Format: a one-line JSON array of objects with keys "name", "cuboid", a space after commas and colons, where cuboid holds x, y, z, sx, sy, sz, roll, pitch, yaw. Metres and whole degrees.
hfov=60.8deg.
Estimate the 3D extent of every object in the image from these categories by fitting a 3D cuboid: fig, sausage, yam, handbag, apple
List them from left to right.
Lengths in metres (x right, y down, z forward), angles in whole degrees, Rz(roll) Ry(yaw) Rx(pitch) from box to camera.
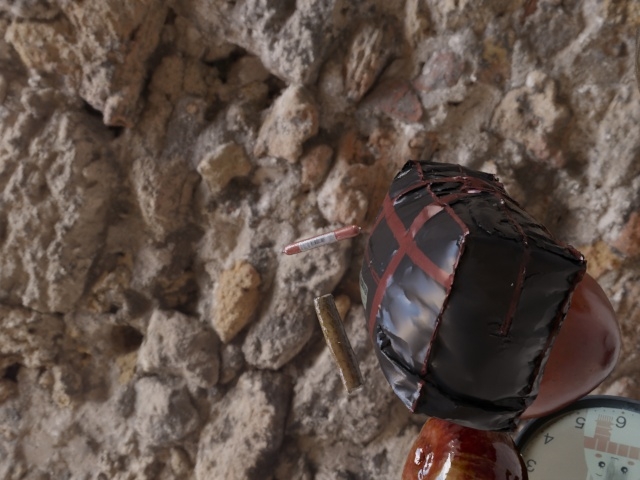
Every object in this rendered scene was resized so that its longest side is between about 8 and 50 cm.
[{"name": "sausage", "cuboid": [0.000, 0.000, 1.334, 0.029, 0.223, 0.029, 45, -144, -47]}, {"name": "yam", "cuboid": [0.043, 0.234, 1.234, 0.057, 0.056, 0.241, -65, -43, -80]}, {"name": "handbag", "cuboid": [0.116, 0.031, 0.470, 0.215, 0.155, 0.170, -100, 23, -66]}, {"name": "fig", "cuboid": [0.221, 0.353, 0.799, 0.205, 0.205, 0.205, 24, -90, -90]}, {"name": "apple", "cuboid": [0.246, 0.113, 0.705, 0.234, 0.233, 0.234, 24, -90, -90]}]

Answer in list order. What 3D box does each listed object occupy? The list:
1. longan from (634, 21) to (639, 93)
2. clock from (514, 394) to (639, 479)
[{"name": "longan", "cuboid": [0.533, -0.208, 0.530, 0.404, 0.404, 0.337, 100, -178, -89]}, {"name": "clock", "cuboid": [0.543, 0.463, 1.023, 0.076, 0.386, 0.386, 62, -147, -30]}]
